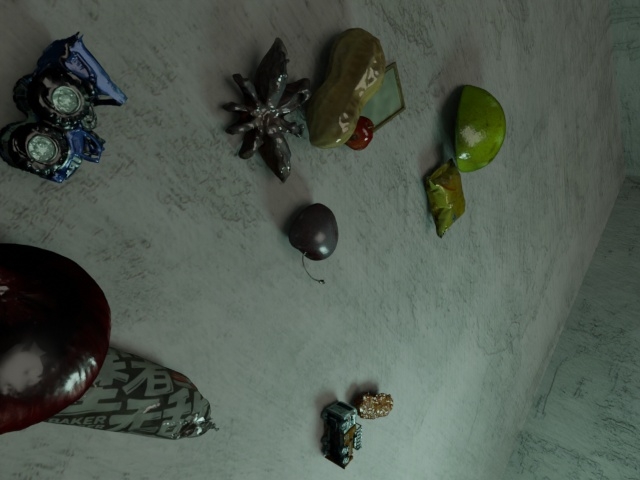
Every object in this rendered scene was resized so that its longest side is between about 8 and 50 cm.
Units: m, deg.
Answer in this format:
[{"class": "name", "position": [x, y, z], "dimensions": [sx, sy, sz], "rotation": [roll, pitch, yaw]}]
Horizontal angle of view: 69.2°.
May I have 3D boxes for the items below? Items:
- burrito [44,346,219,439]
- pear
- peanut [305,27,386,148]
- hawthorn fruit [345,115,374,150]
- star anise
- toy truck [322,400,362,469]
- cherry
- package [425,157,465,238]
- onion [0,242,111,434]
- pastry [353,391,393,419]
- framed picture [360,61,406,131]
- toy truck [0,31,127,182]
[{"class": "burrito", "position": [-0.344, 0.285, 0.852], "dimensions": [0.445, 0.101, 0.139], "rotation": [36, 70, -42]}, {"class": "pear", "position": [0.504, -0.351, 1.484], "dimensions": [0.239, 0.139, 0.288], "rotation": [-26, 118, -51]}, {"class": "peanut", "position": [0.056, -0.346, 1.061], "dimensions": [0.149, 0.149, 0.313], "rotation": [40, 72, -43]}, {"class": "hawthorn fruit", "position": [0.096, -0.270, 1.158], "dimensions": [0.093, 0.093, 0.093], "rotation": [-14, 110, -43]}, {"class": "star anise", "position": [-0.097, -0.267, 0.953], "dimensions": [0.198, 0.110, 0.257], "rotation": [20, 93, -46]}, {"class": "toy truck", "position": [0.069, 0.554, 1.353], "dimensions": [0.115, 0.080, 0.177], "rotation": [-20, 115, -46]}, {"class": "cherry", "position": [-0.001, -0.006, 1.128], "dimensions": [0.188, 0.115, 0.148], "rotation": [43, 31, -50]}, {"class": "package", "position": [0.405, -0.138, 1.501], "dimensions": [0.168, 0.090, 0.226], "rotation": [-41, 122, -34]}, {"class": "onion", "position": [-0.415, 0.098, 0.596], "dimensions": [0.273, 0.273, 0.285], "rotation": [-26, 148, -38]}, {"class": "pastry", "position": [0.158, 0.513, 1.449], "dimensions": [0.169, 0.063, 0.087], "rotation": [20, 77, -41]}, {"class": "framed picture", "position": [0.158, -0.377, 1.251], "dimensions": [0.201, 0.010, 0.136], "rotation": [-41, 126, -31]}, {"class": "toy truck", "position": [-0.376, -0.189, 0.686], "dimensions": [0.126, 0.113, 0.208], "rotation": [21, 87, -46]}]
